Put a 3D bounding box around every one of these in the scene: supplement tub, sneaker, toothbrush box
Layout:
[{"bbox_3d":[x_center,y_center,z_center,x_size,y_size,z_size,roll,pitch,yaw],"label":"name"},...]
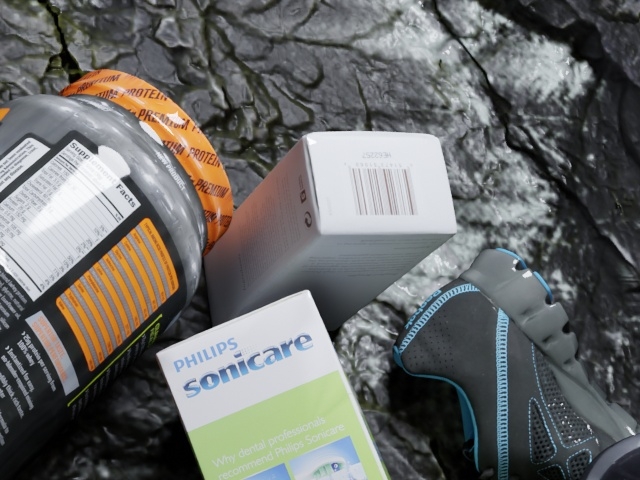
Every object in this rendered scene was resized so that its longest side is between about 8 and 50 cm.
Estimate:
[{"bbox_3d":[-0.228,0.037,1.053,0.207,0.207,0.338,46,57,-2],"label":"supplement tub"},{"bbox_3d":[0.199,0.175,1.275,0.139,0.125,0.341,-37,91,-5],"label":"sneaker"},{"bbox_3d":[-0.003,0.199,1.079,0.122,0.206,0.283,-24,79,-2],"label":"toothbrush box"}]

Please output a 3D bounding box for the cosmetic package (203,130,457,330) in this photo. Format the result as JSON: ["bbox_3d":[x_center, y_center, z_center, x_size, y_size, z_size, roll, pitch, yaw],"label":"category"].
[{"bbox_3d":[0.000,0.000,1.162,0.117,0.231,0.086,0,70,-26],"label":"cosmetic package"}]

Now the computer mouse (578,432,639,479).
[{"bbox_3d":[0.221,0.268,1.186,0.188,0.072,0.272,28,94,-2],"label":"computer mouse"}]
